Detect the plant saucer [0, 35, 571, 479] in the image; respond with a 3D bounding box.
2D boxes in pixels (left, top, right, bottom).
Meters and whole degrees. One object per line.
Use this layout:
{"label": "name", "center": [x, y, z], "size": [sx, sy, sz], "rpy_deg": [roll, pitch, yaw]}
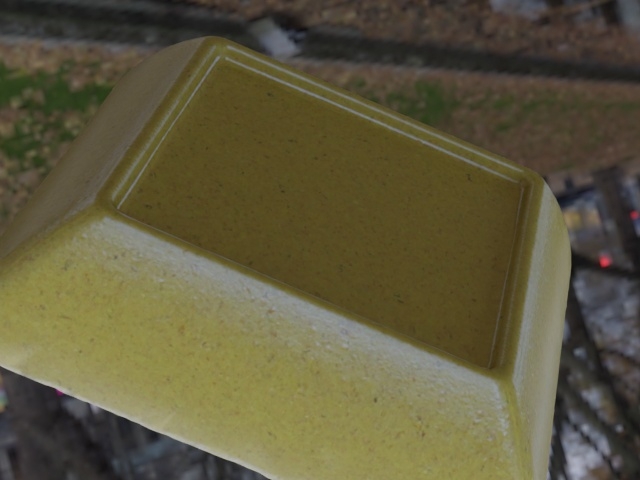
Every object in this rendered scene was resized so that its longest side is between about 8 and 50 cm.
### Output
{"label": "plant saucer", "center": [0.000, 0.000, 0.864], "size": [0.332, 0.081, 0.333], "rpy_deg": [22, -147, -1]}
